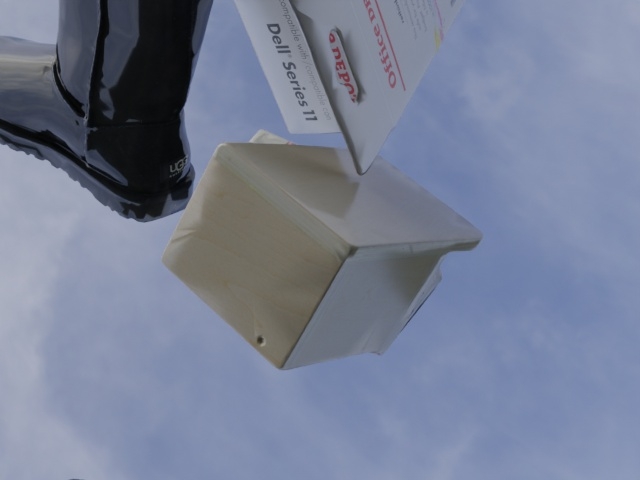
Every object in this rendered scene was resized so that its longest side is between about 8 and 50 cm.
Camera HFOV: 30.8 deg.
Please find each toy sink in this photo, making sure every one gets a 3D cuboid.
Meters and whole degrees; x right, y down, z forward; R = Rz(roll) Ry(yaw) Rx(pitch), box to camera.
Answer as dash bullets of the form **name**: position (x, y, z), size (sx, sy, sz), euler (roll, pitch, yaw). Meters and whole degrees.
- **toy sink**: position (0.006, 0.011, 1.004), size (0.234, 0.152, 0.131), euler (-5, -51, -57)

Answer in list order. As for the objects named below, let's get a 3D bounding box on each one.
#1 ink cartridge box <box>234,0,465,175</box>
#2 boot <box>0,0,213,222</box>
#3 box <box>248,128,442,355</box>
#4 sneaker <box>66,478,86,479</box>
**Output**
- **ink cartridge box**: position (0.026, -0.241, 1.083), size (0.353, 0.119, 0.207), euler (-60, -40, -40)
- **boot**: position (-0.263, -0.285, 1.244), size (0.146, 0.367, 0.445), euler (-42, -28, -41)
- **box**: position (0.000, 0.000, 1.287), size (0.127, 0.232, 0.149), euler (-50, -34, -23)
- **sneaker**: position (-0.187, 0.248, 0.870), size (0.067, 0.078, 0.188), euler (-20, -47, -26)
